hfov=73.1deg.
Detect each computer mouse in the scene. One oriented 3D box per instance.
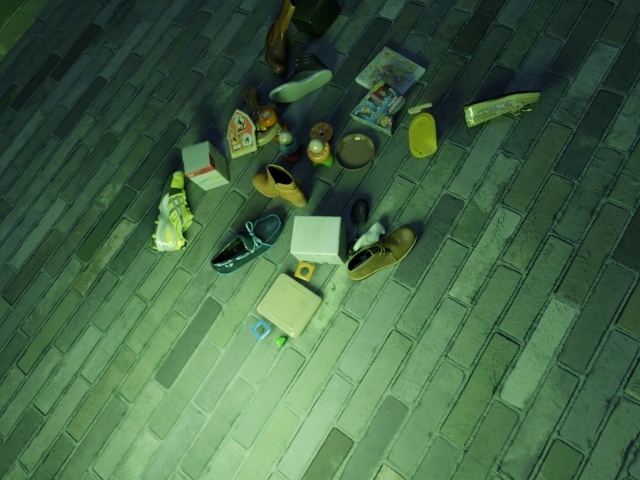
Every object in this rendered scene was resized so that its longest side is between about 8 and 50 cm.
[{"bbox_3d":[0.142,-0.055,1.697,0.071,0.041,0.242,6,75,15],"label":"computer mouse"}]

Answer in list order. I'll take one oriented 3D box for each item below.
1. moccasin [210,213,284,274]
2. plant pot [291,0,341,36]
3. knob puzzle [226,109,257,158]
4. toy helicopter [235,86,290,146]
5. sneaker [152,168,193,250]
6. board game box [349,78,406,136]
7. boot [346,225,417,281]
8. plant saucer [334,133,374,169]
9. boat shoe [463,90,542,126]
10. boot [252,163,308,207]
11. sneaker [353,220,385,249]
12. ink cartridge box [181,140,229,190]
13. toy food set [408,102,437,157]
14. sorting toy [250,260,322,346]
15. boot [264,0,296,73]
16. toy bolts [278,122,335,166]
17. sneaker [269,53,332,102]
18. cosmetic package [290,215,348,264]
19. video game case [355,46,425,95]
[{"bbox_3d":[-0.289,0.018,1.736,0.342,0.117,0.138,-44,68,-3],"label":"moccasin"},{"bbox_3d":[-0.042,-1.063,1.999,0.188,0.187,0.167,28,93,20],"label":"plant pot"},{"bbox_3d":[-0.352,-0.469,1.870,0.213,0.030,0.213,9,103,40],"label":"knob puzzle"},{"bbox_3d":[-0.300,-0.556,1.940,0.235,0.140,0.355,-29,57,13],"label":"toy helicopter"},{"bbox_3d":[-0.626,-0.127,1.876,0.147,0.145,0.385,9,69,-16],"label":"sneaker"},{"bbox_3d":[0.258,-0.537,1.803,0.194,0.060,0.194,-47,71,6],"label":"board game box"},{"bbox_3d":[0.230,0.042,1.606,0.305,0.115,0.112,-35,66,-1],"label":"boot"},{"bbox_3d":[0.144,-0.364,1.802,0.168,0.029,0.169,-4,73,12],"label":"plant saucer"},{"bbox_3d":[0.711,-0.520,1.688,0.285,0.104,0.089,-10,108,15],"label":"boat shoe"},{"bbox_3d":[-0.187,-0.237,1.738,0.283,0.220,0.109,34,83,21],"label":"boot"},{"bbox_3d":[0.189,-0.009,1.654,0.152,0.054,0.061,-42,89,-12],"label":"sneaker"},{"bbox_3d":[-0.492,-0.318,1.863,0.127,0.176,0.128,-17,69,11],"label":"ink cartridge box"},{"bbox_3d":[0.423,-0.433,1.725,0.128,0.071,0.218,-11,77,49],"label":"toy food set"},{"bbox_3d":[-0.116,0.248,1.661,0.196,0.047,0.348,32,83,16],"label":"sorting toy"},{"bbox_3d":[-0.158,-0.931,1.935,0.096,0.280,0.264,10,61,-24],"label":"boot"},{"bbox_3d":[-0.060,-0.423,1.800,0.228,0.158,0.218,2,73,14],"label":"toy bolts"},{"bbox_3d":[-0.108,-0.733,1.947,0.295,0.104,0.147,-25,67,-2],"label":"sneaker"},{"bbox_3d":[0.000,0.000,1.654,0.183,0.151,0.152,2,73,16],"label":"cosmetic package"},{"bbox_3d":[0.302,-0.718,1.879,0.227,0.026,0.206,40,85,22],"label":"video game case"}]
